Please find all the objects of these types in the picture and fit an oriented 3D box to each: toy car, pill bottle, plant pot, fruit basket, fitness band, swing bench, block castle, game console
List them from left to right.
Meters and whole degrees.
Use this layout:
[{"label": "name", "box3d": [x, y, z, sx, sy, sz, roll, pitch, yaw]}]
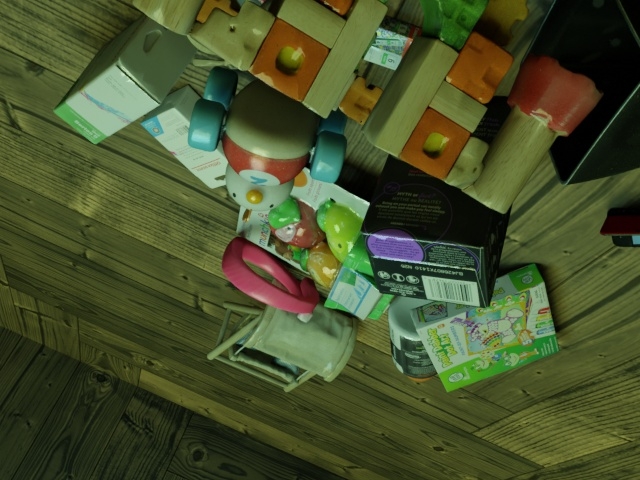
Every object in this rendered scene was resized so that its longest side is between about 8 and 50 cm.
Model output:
[{"label": "toy car", "box3d": [-0.091, -0.111, 1.056, 0.219, 0.210, 0.238, 13, 128, -6]}, {"label": "fitness band", "box3d": [-0.105, 0.076, 1.391, 0.209, 0.054, 0.291, 30, -172, -12]}, {"label": "swing bench", "box3d": [-0.089, 0.236, 1.629, 0.253, 0.165, 0.254, 29, 149, -28]}, {"label": "fruit basket", "box3d": [0.000, 0.000, 1.265, 0.353, 0.165, 0.327, 25, 148, 2]}, {"label": "block castle", "box3d": [0.044, -0.236, 0.708, 0.453, 0.213, 0.303, 26, -167, -21]}, {"label": "pill bottle", "box3d": [0.216, 0.218, 1.481, 0.130, 0.130, 0.246, 12, 146, 17]}, {"label": "plant pot", "box3d": [0.352, -0.189, 0.742, 0.167, 0.187, 0.188, -3, 149, -10]}, {"label": "game console", "box3d": [0.505, -0.003, 1.016, 0.144, 0.085, 0.124, 1, 142, 32]}]

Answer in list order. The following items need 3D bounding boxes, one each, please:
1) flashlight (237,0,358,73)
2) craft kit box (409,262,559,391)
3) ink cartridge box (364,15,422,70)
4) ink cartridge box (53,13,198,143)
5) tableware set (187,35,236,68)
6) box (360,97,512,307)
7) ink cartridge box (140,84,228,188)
[{"label": "flashlight", "box3d": [-0.063, -0.325, 0.857, 0.103, 0.103, 0.304, 9, 140, 55]}, {"label": "craft kit box", "box3d": [0.325, 0.177, 1.319, 0.246, 0.061, 0.250, -21, 135, 11]}, {"label": "ink cartridge box", "box3d": [0.111, -0.263, 0.926, 0.115, 0.029, 0.063, 21, 148, 4]}, {"label": "ink cartridge box", "box3d": [-0.304, -0.260, 1.069, 0.212, 0.154, 0.093, -17, 131, 45]}, {"label": "tableware set", "box3d": [-0.103, -0.313, 0.975, 0.194, 0.039, 0.128, 7, 130, 14]}, {"label": "box", "box3d": [0.179, -0.062, 0.954, 0.165, 0.270, 0.143, 8, 145, 22]}, {"label": "ink cartridge box", "box3d": [-0.217, -0.181, 1.220, 0.104, 0.062, 0.181, -11, 135, 42]}]
